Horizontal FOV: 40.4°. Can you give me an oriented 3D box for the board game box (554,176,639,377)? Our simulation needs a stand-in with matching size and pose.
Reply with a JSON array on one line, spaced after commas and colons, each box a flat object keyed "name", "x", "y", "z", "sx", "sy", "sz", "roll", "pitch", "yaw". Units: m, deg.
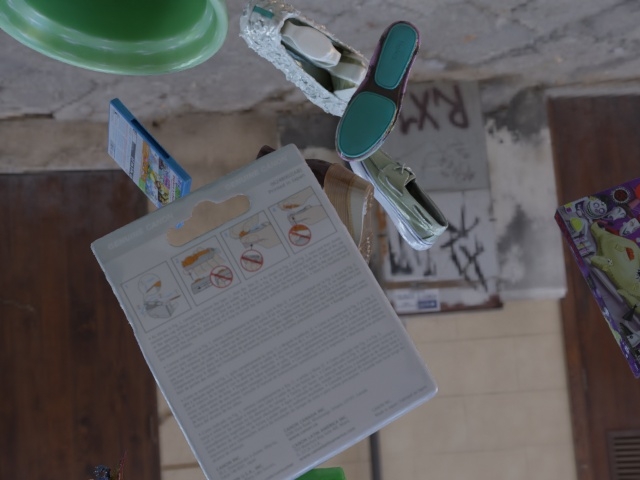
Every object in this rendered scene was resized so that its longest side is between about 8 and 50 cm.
[{"name": "board game box", "x": 0.601, "y": 0.057, "z": 1.604, "sx": 0.208, "sy": 0.346, "sz": 0.056, "roll": -19, "pitch": 156, "yaw": -4}]

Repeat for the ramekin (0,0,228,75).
[{"name": "ramekin", "x": -0.262, "y": -0.346, "z": 1.094, "sx": 0.304, "sy": 0.148, "sz": 0.303, "roll": 3, "pitch": 162, "yaw": 1}]

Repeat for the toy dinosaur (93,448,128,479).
[{"name": "toy dinosaur", "x": -0.260, "y": 0.327, "z": 1.105, "sx": 0.090, "sy": 0.082, "sz": 0.047, "roll": -33, "pitch": -153, "yaw": -3}]

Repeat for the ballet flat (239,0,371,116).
[{"name": "ballet flat", "x": 0.008, "y": -0.350, "z": 1.739, "sx": 0.147, "sy": 0.147, "sz": 0.409, "roll": -11, "pitch": 156, "yaw": 40}]

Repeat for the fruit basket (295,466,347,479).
[{"name": "fruit basket", "x": -0.108, "y": 0.498, "z": 1.266, "sx": 0.392, "sy": 0.282, "sz": 0.392, "roll": -19, "pitch": -171, "yaw": 3}]

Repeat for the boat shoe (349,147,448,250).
[{"name": "boat shoe", "x": 0.173, "y": -0.121, "z": 1.923, "sx": 0.094, "sy": 0.302, "sz": 0.109, "roll": -41, "pitch": 171, "yaw": 35}]

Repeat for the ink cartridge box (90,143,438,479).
[{"name": "ink cartridge box", "x": -0.075, "y": 0.108, "z": 1.136, "sx": 0.308, "sy": 0.385, "sz": 0.091, "roll": -28, "pitch": 169, "yaw": -11}]

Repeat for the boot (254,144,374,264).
[{"name": "boot", "x": -0.018, "y": -0.027, "z": 1.450, "sx": 0.207, "sy": 0.248, "sz": 0.090, "roll": 19, "pitch": -147, "yaw": 20}]

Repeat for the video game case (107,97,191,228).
[{"name": "video game case", "x": -0.244, "y": -0.107, "z": 1.224, "sx": 0.015, "sy": 0.166, "sz": 0.119, "roll": -34, "pitch": 162, "yaw": -31}]

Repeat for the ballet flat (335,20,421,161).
[{"name": "ballet flat", "x": 0.085, "y": -0.212, "z": 1.271, "sx": 0.077, "sy": 0.221, "sz": 0.079, "roll": 22, "pitch": 177, "yaw": 1}]
